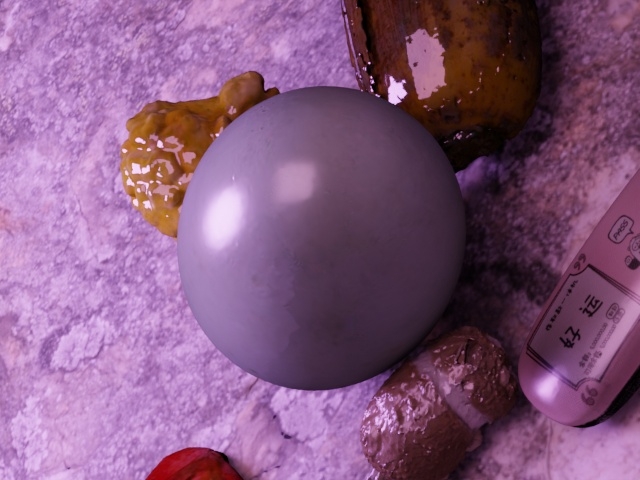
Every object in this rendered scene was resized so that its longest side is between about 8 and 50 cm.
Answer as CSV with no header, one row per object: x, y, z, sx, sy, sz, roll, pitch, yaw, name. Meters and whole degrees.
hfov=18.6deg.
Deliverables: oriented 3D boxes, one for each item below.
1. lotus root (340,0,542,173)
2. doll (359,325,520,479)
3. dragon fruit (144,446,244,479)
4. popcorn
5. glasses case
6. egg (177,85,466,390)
0.123,-0.249,2.024,0.196,0.179,0.397,-20,58,15,lotus root
0.097,0.173,1.862,0.221,0.115,0.105,-50,53,20,doll
-0.161,0.369,1.986,0.282,0.100,0.344,5,70,49,dragon fruit
-0.103,-0.086,2.126,0.226,0.200,0.203,36,100,46,popcorn
0.293,0.029,1.770,0.314,0.075,0.122,-55,39,5,glasses case
0.000,0.000,1.876,0.389,0.276,0.276,110,172,-70,egg
